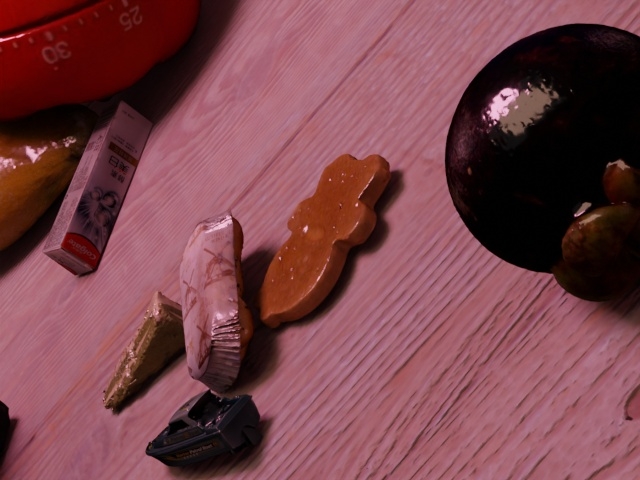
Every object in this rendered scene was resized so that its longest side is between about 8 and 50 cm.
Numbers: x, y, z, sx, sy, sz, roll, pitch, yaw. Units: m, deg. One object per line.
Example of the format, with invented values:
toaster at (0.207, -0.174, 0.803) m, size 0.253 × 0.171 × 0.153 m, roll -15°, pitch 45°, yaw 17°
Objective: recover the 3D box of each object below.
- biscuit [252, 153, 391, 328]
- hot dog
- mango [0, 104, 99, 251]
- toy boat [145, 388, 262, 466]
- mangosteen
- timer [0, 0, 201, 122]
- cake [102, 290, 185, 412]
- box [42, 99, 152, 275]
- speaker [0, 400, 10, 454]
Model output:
biscuit at (0.005, -0.002, 1.523) m, size 0.133 × 0.027 × 0.184 m, roll -9°, pitch 52°, yaw 53°
hot dog at (-0.098, 0.058, 1.560) m, size 0.191 × 0.059 × 0.108 m, roll -96°, pitch 25°, yaw -43°
mango at (-0.402, -0.082, 2.044) m, size 0.316 × 0.146 × 0.192 m, roll -29°, pitch 40°, yaw 18°
toy boat at (-0.115, 0.175, 1.480) m, size 0.141 × 0.060 × 0.055 m, roll -24°, pitch 17°, yaw 47°
mangosteen at (0.196, -0.045, 1.183) m, size 0.194 × 0.194 × 0.230 m, roll -40°, pitch 59°, yaw 21°
timer at (-0.339, -0.319, 1.994) m, size 0.378 × 0.279 × 0.378 m, roll -15°, pitch 31°, yaw 9°
cake at (-0.172, 0.118, 1.644) m, size 0.140 × 0.055 × 0.051 m, roll -58°, pitch 28°, yaw 27°
box at (-0.261, -0.063, 1.915) m, size 0.039 × 0.055 × 0.218 m, roll -18°, pitch 45°, yaw 45°
speaker at (-0.509, 0.256, 1.798) m, size 0.388 × 0.184 × 0.180 m, roll -27°, pitch 40°, yaw 38°
